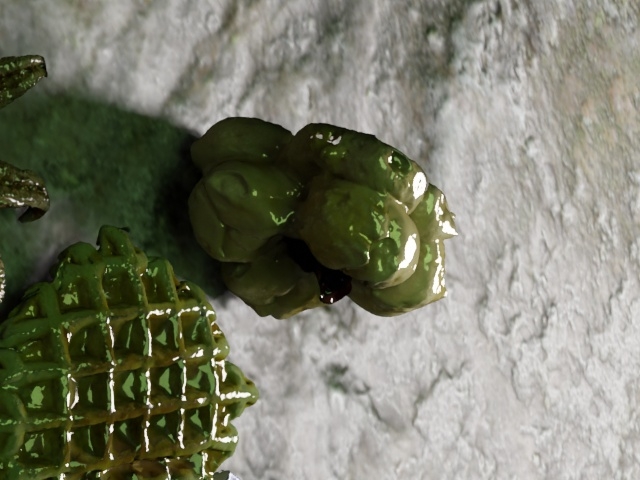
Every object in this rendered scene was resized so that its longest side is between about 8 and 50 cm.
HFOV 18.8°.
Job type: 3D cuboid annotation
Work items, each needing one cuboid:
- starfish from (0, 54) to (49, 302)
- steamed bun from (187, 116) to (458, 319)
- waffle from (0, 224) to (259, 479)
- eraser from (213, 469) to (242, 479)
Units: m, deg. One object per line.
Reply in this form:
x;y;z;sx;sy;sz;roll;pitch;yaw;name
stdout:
-0.236;-0.050;1.140;0.238;0.057;0.213;-35;106;-52;starfish
0.000;0.000;1.353;0.192;0.177;0.106;48;59;-56;steamed bun
-0.134;0.109;1.251;0.214;0.054;0.208;-57;132;-30;waffle
-0.058;0.207;1.361;0.084;0.027;0.063;43;55;-42;eraser
